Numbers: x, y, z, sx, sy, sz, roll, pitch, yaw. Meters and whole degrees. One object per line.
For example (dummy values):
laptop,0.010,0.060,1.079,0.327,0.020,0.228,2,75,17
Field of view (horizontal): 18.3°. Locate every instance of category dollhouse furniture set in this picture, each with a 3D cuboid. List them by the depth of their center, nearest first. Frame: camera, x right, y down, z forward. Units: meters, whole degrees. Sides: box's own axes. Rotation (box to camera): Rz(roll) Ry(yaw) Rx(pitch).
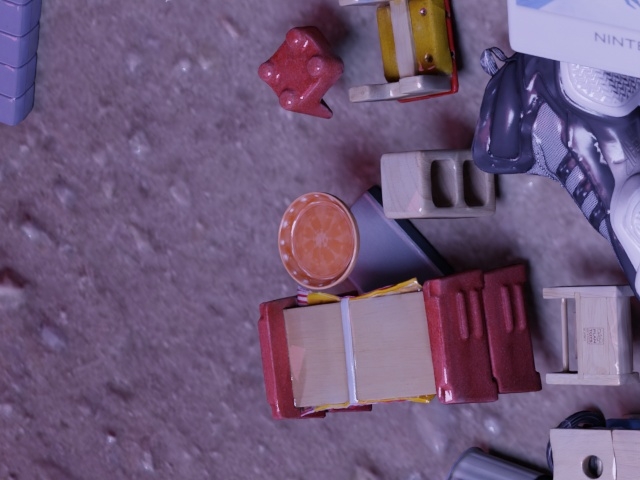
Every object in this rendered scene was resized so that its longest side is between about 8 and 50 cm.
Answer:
dollhouse furniture set,0.282,0.128,1.692,0.129,0.129,0.184,-2,90,40
dollhouse furniture set,0.057,-0.032,1.764,0.201,0.152,0.374,-7,88,36

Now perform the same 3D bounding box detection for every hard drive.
hard drive,0.069,0.026,1.867,0.135,0.022,0.094,48,134,8

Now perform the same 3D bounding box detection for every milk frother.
milk frother,0.191,0.217,1.835,0.134,0.129,0.143,17,80,32

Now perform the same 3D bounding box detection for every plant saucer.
plant saucer,0.000,0.000,1.702,0.083,0.013,0.084,1,92,36

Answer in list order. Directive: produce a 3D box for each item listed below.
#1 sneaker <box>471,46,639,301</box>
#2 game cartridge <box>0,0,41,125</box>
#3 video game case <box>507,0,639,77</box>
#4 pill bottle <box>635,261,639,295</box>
sneaker,0.220,-0.054,1.648,0.153,0.101,0.269,-14,98,44
game cartridge,-0.456,-0.274,2.056,0.355,0.068,0.230,20,130,13
video game case,0.262,-0.252,1.409,0.300,0.036,0.329,16,131,29
pill bottle,0.401,0.021,1.472,0.301,0.169,0.169,23,127,13
